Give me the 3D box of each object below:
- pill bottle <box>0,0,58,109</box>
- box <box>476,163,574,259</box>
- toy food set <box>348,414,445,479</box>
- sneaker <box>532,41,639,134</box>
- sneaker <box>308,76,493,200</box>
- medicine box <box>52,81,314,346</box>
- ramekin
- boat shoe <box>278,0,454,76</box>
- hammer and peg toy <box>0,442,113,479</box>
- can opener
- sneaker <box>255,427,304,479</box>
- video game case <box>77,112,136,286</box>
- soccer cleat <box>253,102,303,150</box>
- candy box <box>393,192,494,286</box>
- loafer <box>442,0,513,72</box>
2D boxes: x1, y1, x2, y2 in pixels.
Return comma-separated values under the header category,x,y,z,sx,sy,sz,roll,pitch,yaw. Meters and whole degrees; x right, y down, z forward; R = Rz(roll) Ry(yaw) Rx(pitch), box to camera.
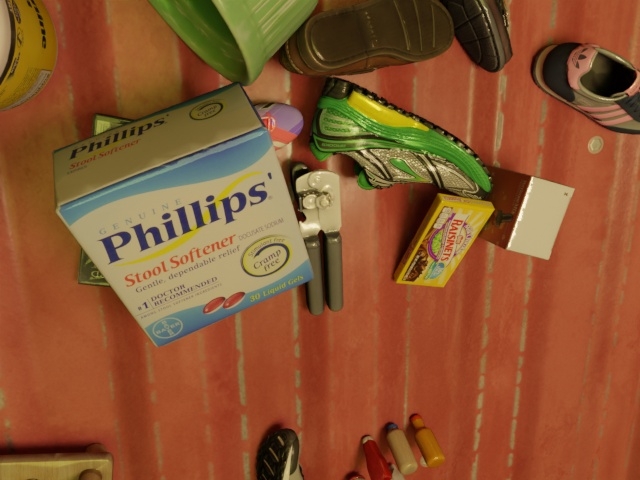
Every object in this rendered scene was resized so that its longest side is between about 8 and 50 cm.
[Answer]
category,x,y,z,sx,sy,sz,roll,pitch,yaw
pill bottle,-0.417,-0.239,0.609,0.188,0.334,0.187,-4,107,-14
box,0.339,-0.057,0.948,0.091,0.170,0.130,12,101,-18
toy food set,0.133,0.463,1.099,0.111,0.104,0.232,24,116,-33
sneaker,0.546,-0.265,0.965,0.319,0.131,0.112,14,101,-18
sneaker,0.138,-0.144,0.908,0.344,0.134,0.146,22,110,-14
medicine box,-0.178,-0.030,0.754,0.264,0.149,0.289,-23,136,-7
ramekin,-0.140,-0.363,0.674,0.148,0.303,0.303,-44,111,-7
boat shoe,0.075,-0.323,0.842,0.307,0.104,0.110,-16,100,-31
hammer and peg toy,-0.504,0.529,0.913,0.266,0.127,0.361,5,104,-16
can opener,0.000,0.000,0.928,0.074,0.093,0.280,-10,116,-10
sneaker,-0.063,0.483,1.044,0.108,0.100,0.271,-6,111,-28
video game case,-0.277,-0.051,0.865,0.196,0.026,0.274,7,104,-17
soccer cleat,-0.139,-0.170,0.808,0.248,0.095,0.083,-8,91,-16
candy box,0.218,0.006,0.963,0.105,0.027,0.206,5,133,-18
loafer,0.243,-0.422,0.858,0.095,0.109,0.302,-39,108,-6
